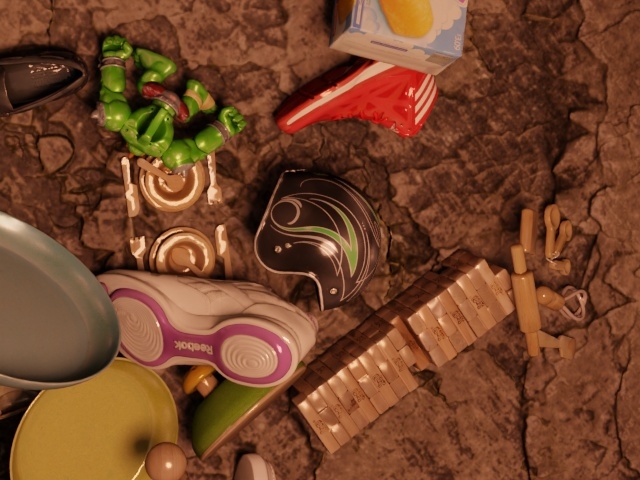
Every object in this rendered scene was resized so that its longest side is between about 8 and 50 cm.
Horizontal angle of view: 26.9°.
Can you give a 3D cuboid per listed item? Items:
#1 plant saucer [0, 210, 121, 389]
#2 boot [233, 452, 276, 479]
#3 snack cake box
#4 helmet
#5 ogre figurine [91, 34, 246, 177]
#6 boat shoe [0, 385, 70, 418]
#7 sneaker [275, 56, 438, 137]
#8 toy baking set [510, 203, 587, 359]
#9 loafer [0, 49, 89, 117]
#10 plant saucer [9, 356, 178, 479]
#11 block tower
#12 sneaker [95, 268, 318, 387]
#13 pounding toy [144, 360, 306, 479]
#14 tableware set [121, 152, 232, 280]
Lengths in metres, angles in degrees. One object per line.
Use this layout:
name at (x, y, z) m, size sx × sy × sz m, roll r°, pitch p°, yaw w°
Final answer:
plant saucer at (-0.383, 0.067, 1.561) m, size 0.318 × 0.317 × 0.043 m, roll 27°, pitch 115°, yaw -19°
boot at (-0.050, 0.403, 1.826) m, size 0.123 × 0.095 × 0.258 m, roll -6°, pitch 110°, yaw -21°
snack cake box at (0.109, -0.358, 1.690) m, size 0.152 × 0.089 × 0.264 m, roll 11°, pitch 76°, yaw -16°
helmet at (0.000, 0.000, 1.724) m, size 0.161 × 0.169 × 0.169 m, roll 22°, pitch 93°, yaw -2°
ogre figurine at (-0.202, -0.161, 1.662) m, size 0.197 × 0.097 × 0.118 m, roll 43°, pitch 61°, yaw -29°
boat shoe at (-0.396, 0.198, 1.700) m, size 0.153 × 0.048 × 0.056 m, roll -9°, pitch 102°, yaw -15°
sneaker at (0.060, -0.168, 1.753) m, size 0.221 × 0.087 × 0.128 m, roll -30°, pitch 110°, yaw -3°
toy baking set at (0.320, 0.067, 1.842) m, size 0.197 × 0.030 × 0.256 m, roll -30°, pitch 115°, yaw -50°
loafer at (-0.391, -0.187, 1.619) m, size 0.223 × 0.078 × 0.076 m, roll -14°, pitch 103°, yaw -14°
plant saucer at (-0.293, 0.260, 1.714) m, size 0.241 × 0.037 × 0.241 m, roll -12°, pitch 109°, yaw -36°
block tower at (0.110, 0.142, 1.819) m, size 0.335 × 0.097 × 0.091 m, roll -37°, pitch 107°, yaw -9°
sneaker at (-0.147, 0.102, 1.696) m, size 0.305 × 0.152 × 0.114 m, roll 16°, pitch 114°, yaw 19°
pounding toy at (-0.140, 0.202, 1.733) m, size 0.237 × 0.183 × 0.110 m, roll -41°, pitch 83°, yaw -3°
tableware set at (-0.183, -0.025, 1.729) m, size 0.128 × 0.039 × 0.194 m, roll -10°, pitch 102°, yaw -15°
